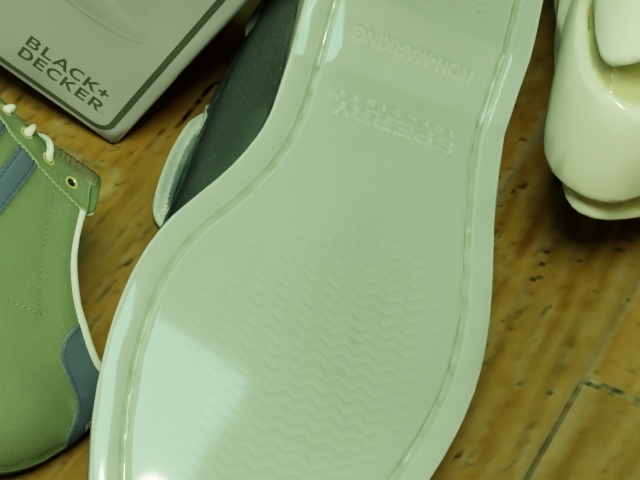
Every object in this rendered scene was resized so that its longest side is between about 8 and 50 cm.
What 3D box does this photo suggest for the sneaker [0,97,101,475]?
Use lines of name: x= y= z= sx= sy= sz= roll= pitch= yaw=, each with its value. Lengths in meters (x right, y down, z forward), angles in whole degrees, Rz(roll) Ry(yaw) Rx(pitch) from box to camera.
sneaker: x=-0.116 y=-0.018 z=0.623 sx=0.086 sy=0.064 sz=0.192 roll=-15 pitch=89 yaw=-28

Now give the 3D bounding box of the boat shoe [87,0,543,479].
boat shoe: x=0.000 y=0.000 z=0.633 sx=0.114 sy=0.091 sz=0.302 roll=29 pitch=59 yaw=-6

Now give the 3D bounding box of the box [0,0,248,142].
box: x=-0.057 y=-0.169 z=0.614 sx=0.169 sy=0.290 sz=0.087 roll=35 pitch=53 yaw=-11

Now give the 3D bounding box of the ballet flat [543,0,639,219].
ballet flat: x=0.188 y=-0.020 z=0.604 sx=0.182 sy=0.164 sz=0.483 roll=-30 pitch=60 yaw=-21
